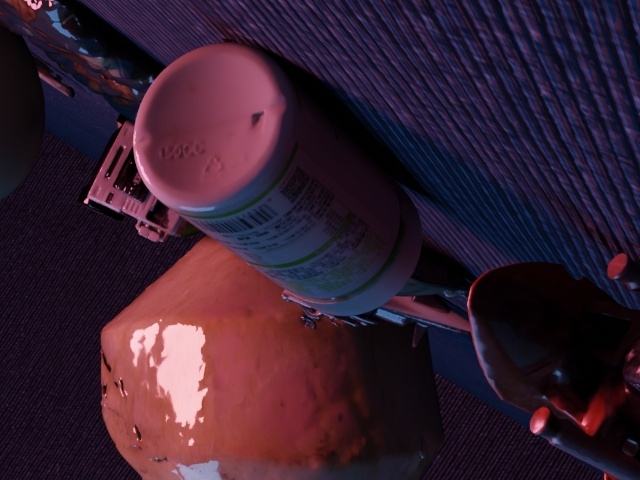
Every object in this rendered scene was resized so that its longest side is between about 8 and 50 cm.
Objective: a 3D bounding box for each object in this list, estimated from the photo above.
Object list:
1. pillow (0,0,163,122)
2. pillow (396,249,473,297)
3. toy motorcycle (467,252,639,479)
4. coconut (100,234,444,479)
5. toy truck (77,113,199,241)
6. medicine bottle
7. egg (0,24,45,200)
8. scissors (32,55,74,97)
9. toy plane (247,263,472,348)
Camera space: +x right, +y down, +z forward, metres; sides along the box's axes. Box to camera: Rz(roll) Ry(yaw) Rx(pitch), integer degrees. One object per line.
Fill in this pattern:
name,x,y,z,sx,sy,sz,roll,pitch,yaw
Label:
pillow,-0.147,-0.119,1.124,0.189,0.034,0.255,26,171,46
pillow,0.000,0.000,1.141,0.233,0.038,0.131,20,-174,30
toy motorcycle,0.181,0.097,0.717,0.171,0.089,0.298,31,176,37
coconut,-0.052,0.144,1.588,0.352,0.352,0.352,32,176,2
toy truck,-0.158,-0.052,1.564,0.125,0.101,0.242,28,179,-1
medicine bottle,-0.017,-0.026,0.804,0.086,0.086,0.183,31,175,29
egg,-0.340,-0.132,1.214,0.283,0.203,0.203,40,174,-21
scissors,-0.360,-0.225,1.580,0.300,0.022,0.109,34,180,-32
toy plane,0.031,0.049,1.443,0.234,0.082,0.160,33,-157,5
